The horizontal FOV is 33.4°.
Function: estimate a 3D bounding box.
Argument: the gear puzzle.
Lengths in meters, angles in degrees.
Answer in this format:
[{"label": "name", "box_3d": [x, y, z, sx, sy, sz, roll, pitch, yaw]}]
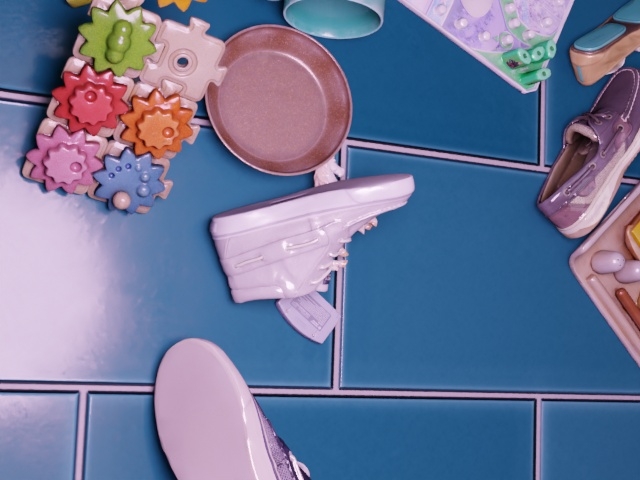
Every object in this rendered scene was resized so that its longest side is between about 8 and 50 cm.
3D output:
[{"label": "gear puzzle", "box_3d": [-0.196, -0.179, 1.190, 0.175, 0.044, 0.339, 18, 114, -25]}]

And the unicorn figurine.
[{"label": "unicorn figurine", "box_3d": [0.014, -0.038, 1.379, 0.111, 0.060, 0.162, 38, 75, -8]}]

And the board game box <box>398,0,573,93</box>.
[{"label": "board game box", "box_3d": [0.245, -0.476, 1.543, 0.390, 0.050, 0.390, 32, 72, -21]}]

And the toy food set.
[{"label": "toy food set", "box_3d": [0.533, 0.061, 1.619, 0.219, 0.092, 0.306, -43, 105, -23]}]

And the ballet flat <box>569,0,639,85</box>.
[{"label": "ballet flat", "box_3d": [0.466, -0.311, 1.641, 0.232, 0.080, 0.073, -32, 128, -23]}]

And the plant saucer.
[{"label": "plant saucer", "box_3d": [-0.056, -0.175, 1.361, 0.198, 0.036, 0.199, 5, 78, -23]}]

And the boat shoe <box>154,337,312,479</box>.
[{"label": "boat shoe", "box_3d": [-0.081, 0.279, 1.287, 0.341, 0.127, 0.158, 67, 17, 15]}]

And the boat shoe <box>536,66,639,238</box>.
[{"label": "boat shoe", "box_3d": [0.404, -0.143, 1.568, 0.092, 0.102, 0.285, 33, 77, -26]}]

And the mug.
[{"label": "mug", "box_3d": [0.012, -0.332, 1.360, 0.157, 0.129, 0.098, 21, 70, -51]}]

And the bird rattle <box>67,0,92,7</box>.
[{"label": "bird rattle", "box_3d": [-0.179, -0.334, 1.239, 0.253, 0.207, 0.143, 2, 102, -18]}]

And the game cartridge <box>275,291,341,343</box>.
[{"label": "game cartridge", "box_3d": [-0.018, 0.092, 1.378, 0.083, 0.017, 0.056, 45, 64, -17]}]

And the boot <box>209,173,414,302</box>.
[{"label": "boot", "box_3d": [0.000, 0.000, 1.320, 0.258, 0.095, 0.124, -13, 100, 6]}]
